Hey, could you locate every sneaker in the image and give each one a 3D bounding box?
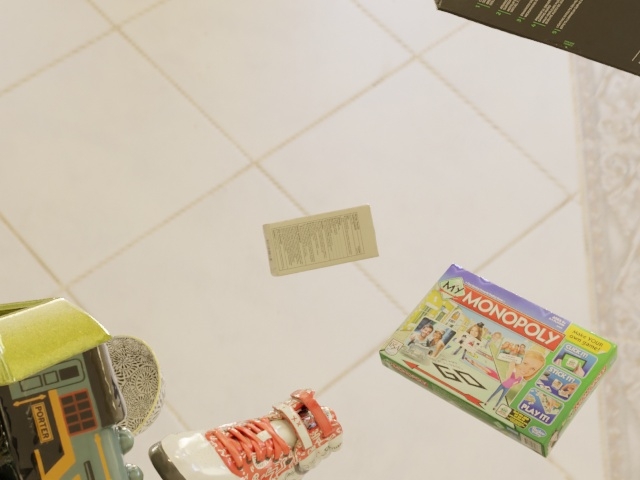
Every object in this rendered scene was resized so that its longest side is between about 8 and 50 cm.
[{"bbox_3d":[-0.067,0.209,1.238,0.145,0.270,0.090,-41,66,6],"label":"sneaker"}]

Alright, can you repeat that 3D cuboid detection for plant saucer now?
[{"bbox_3d":[-0.289,0.082,0.940,0.188,0.188,0.045,-8,94,14],"label":"plant saucer"}]

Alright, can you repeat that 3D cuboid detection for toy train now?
[{"bbox_3d":[-0.259,0.238,1.107,0.190,0.142,0.334,-15,89,-10],"label":"toy train"}]

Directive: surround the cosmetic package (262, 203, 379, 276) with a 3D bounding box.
[{"bbox_3d":[0.000,0.000,1.271,0.115,0.041,0.060,-10,92,-13],"label":"cosmetic package"}]

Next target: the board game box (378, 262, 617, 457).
[{"bbox_3d":[0.282,0.184,1.896,0.317,0.046,0.213,27,63,31],"label":"board game box"}]

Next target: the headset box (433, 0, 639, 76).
[{"bbox_3d":[0.245,-0.289,0.993,0.283,0.246,0.131,13,43,-21],"label":"headset box"}]

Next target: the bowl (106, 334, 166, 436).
[{"bbox_3d":[-0.294,0.236,1.806,0.170,0.080,0.170,-11,66,25],"label":"bowl"}]
